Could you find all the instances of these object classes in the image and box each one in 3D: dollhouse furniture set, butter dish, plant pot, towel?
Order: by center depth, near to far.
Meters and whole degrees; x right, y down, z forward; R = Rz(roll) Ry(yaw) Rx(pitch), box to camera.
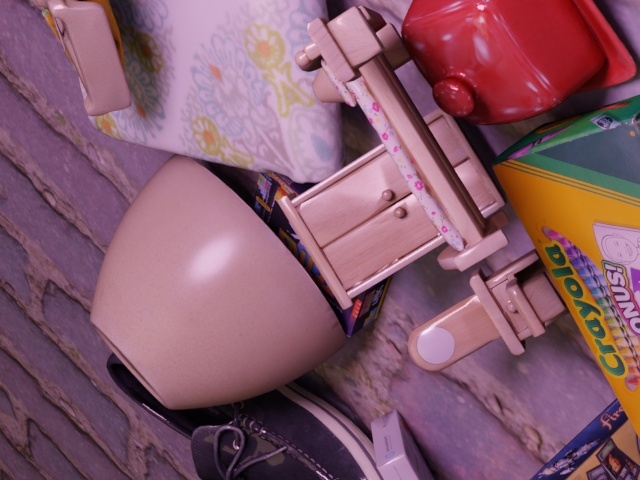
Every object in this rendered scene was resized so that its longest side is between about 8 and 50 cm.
[{"bbox_3d":[0.127,-0.142,1.024,0.160,0.118,0.160,48,154,-22],"label":"butter dish"},{"bbox_3d":[0.051,-0.002,1.044,0.303,0.174,0.355,58,-169,-1],"label":"dollhouse furniture set"},{"bbox_3d":[-0.197,-0.286,1.220,0.301,0.151,0.197,81,163,-54],"label":"dollhouse furniture set"},{"bbox_3d":[-0.131,-0.236,1.304,0.374,0.090,0.320,15,126,44],"label":"towel"},{"bbox_3d":[-0.139,0.073,1.477,0.284,0.191,0.284,46,167,14],"label":"plant pot"}]

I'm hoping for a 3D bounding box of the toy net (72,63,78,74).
[{"bbox_3d":[-0.199,-0.192,1.523,0.232,0.045,0.122,-4,115,55],"label":"toy net"}]

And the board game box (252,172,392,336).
[{"bbox_3d":[0.000,0.000,1.432,0.170,0.048,0.141,43,146,20],"label":"board game box"}]

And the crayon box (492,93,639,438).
[{"bbox_3d":[0.270,0.026,1.047,0.165,0.081,0.278,-16,107,58],"label":"crayon box"}]

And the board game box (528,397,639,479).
[{"bbox_3d":[0.246,0.250,1.141,0.042,0.243,0.165,-9,112,57],"label":"board game box"}]

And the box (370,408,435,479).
[{"bbox_3d":[0.117,0.294,1.494,0.186,0.038,0.145,62,-175,-11],"label":"box"}]

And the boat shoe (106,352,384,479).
[{"bbox_3d":[-0.078,0.251,1.666,0.500,0.156,0.187,38,149,29],"label":"boat shoe"}]
